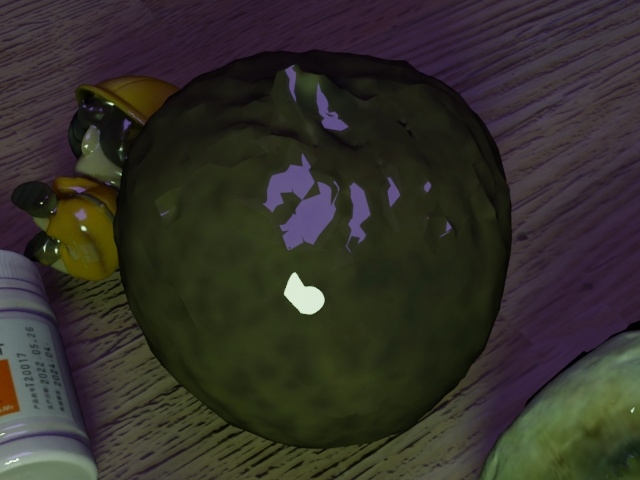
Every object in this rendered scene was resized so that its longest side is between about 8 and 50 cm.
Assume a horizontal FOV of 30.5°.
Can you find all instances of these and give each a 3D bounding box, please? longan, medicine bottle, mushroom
[{"bbox_3d":[0.000,0.000,1.123,0.391,0.391,0.391,3,50,-4],"label":"longan"},{"bbox_3d":[-0.304,0.139,1.128,0.133,0.133,0.250,-11,52,-16],"label":"medicine bottle"},{"bbox_3d":[0.266,0.212,0.993,0.130,0.344,0.247,-9,66,-56],"label":"mushroom"}]

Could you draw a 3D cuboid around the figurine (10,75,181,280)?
[{"bbox_3d":[-0.213,-0.068,1.281,0.167,0.192,0.257,-4,45,25],"label":"figurine"}]
